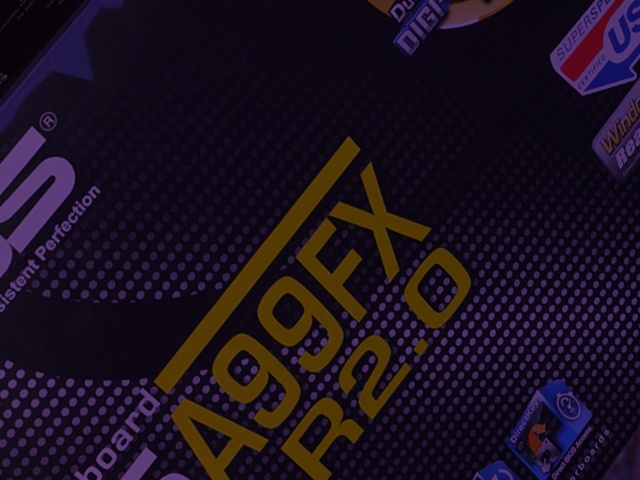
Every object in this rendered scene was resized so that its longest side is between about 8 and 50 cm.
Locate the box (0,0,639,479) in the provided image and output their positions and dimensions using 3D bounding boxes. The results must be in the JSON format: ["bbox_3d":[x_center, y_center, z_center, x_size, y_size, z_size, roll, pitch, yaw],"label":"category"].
[{"bbox_3d":[0.000,0.000,0.481,0.270,0.060,0.216,-52,127,-13],"label":"box"}]
